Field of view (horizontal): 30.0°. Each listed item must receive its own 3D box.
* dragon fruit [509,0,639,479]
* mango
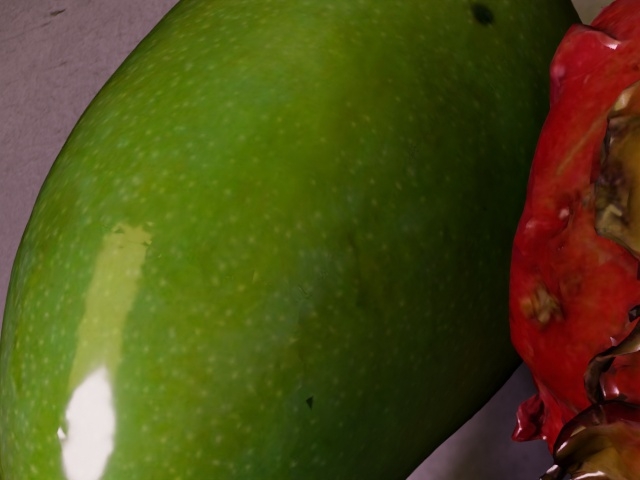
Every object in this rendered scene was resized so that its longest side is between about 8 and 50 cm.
[{"bbox_3d":[0.216,0.017,0.390,0.291,0.269,0.250,20,99,32],"label":"dragon fruit"},{"bbox_3d":[0.000,0.000,0.495,0.201,0.225,0.382,17,46,15],"label":"mango"}]
